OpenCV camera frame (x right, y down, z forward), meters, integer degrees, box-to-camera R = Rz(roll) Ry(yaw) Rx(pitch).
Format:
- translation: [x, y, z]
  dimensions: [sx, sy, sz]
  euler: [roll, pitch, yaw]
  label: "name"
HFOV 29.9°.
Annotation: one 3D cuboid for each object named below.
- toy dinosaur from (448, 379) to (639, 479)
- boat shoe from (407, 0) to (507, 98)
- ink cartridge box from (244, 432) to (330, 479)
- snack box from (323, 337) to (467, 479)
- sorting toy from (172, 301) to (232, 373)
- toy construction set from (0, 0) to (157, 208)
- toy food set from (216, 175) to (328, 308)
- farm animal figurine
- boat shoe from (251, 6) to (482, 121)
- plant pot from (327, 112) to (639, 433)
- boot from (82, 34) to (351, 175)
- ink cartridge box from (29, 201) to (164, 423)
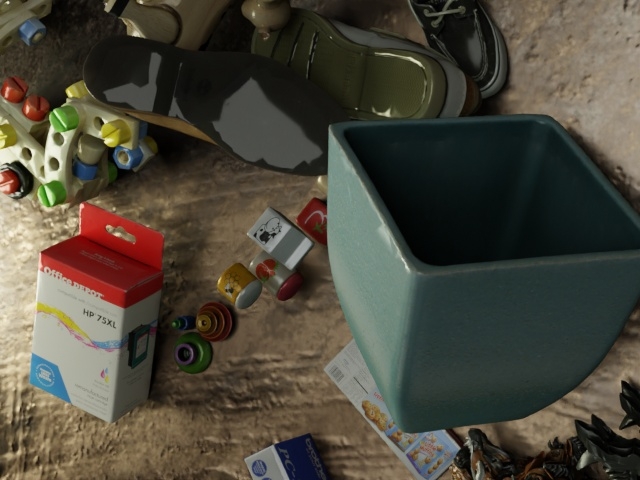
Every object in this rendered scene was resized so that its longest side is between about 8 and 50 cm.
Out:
- translation: [0.292, 0.273, 1.213]
  dimensions: [0.322, 0.164, 0.218]
  euler: [21, 113, 4]
  label: "toy dinosaur"
- translation: [0.132, -0.256, 1.305]
  dimensions: [0.077, 0.070, 0.219]
  euler: [-28, 78, 21]
  label: "boat shoe"
- translation: [-0.006, 0.325, 1.343]
  dimensions: [0.046, 0.097, 0.207]
  euler: [-30, 77, 21]
  label: "ink cartridge box"
- translation: [0.083, 0.189, 1.347]
  dimensions: [0.064, 0.022, 0.178]
  euler: [-46, 72, 15]
  label: "snack box"
- translation: [-0.152, 0.115, 1.440]
  dimensions: [0.061, 0.042, 0.102]
  euler: [42, 105, 19]
  label: "sorting toy"
- translation: [-0.348, -0.171, 1.471]
  dimensions: [0.328, 0.151, 0.215]
  euler: [52, 128, 22]
  label: "toy construction set"
- translation: [0.000, 0.000, 1.334]
  dimensions: [0.104, 0.111, 0.232]
  euler: [40, 93, 18]
  label: "toy food set"
- translation: [-0.108, -0.309, 1.341]
  dimensions: [0.327, 0.172, 0.330]
  euler: [-43, 37, 19]
  label: "farm animal figurine"
- translation: [0.044, -0.182, 1.325]
  dimensions: [0.302, 0.103, 0.113]
  euler: [29, 109, 42]
  label: "boat shoe"
- translation: [0.142, 0.048, 1.176]
  dimensions: [0.247, 0.247, 0.252]
  euler: [-117, 29, -50]
  label: "plant pot"
- translation: [-0.099, -0.145, 1.309]
  dimensions: [0.305, 0.115, 0.112]
  euler: [20, 86, 12]
  label: "boot"
- translation: [-0.269, 0.085, 1.437]
  dimensions: [0.134, 0.078, 0.231]
  euler: [21, 116, 23]
  label: "ink cartridge box"
